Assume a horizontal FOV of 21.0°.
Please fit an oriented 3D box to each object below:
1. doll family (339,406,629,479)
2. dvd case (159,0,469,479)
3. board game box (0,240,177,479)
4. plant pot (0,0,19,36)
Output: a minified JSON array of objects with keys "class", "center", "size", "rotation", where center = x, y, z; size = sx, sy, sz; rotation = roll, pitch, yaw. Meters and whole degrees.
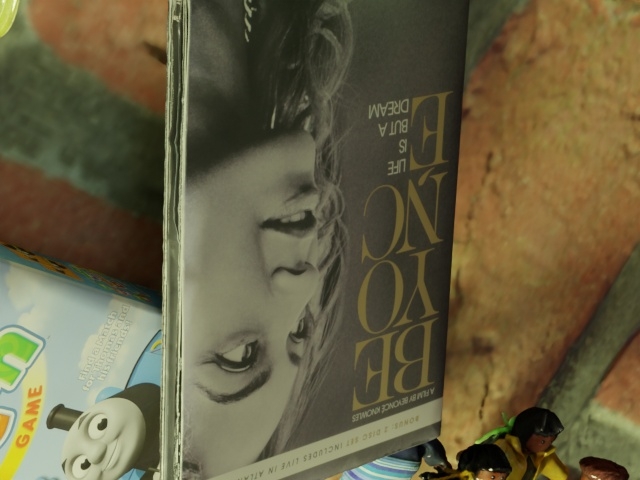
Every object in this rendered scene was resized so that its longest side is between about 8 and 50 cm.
[{"class":"doll family","center":[0.078,0.128,0.887],"size":[0.193,0.076,0.111],"rotation":[8,114,-42]},{"class":"dvd case","center":[0.000,0.000,0.733],"size":[0.164,0.018,0.221],"rotation":[-13,113,-44]},{"class":"board game box","center":[-0.114,0.089,0.705],"size":[0.211,0.039,0.160],"rotation":[21,99,-47]},{"class":"plant pot","center":[-0.137,-0.097,0.506],"size":[0.079,0.083,0.083],"rotation":[-9,122,-24]}]
